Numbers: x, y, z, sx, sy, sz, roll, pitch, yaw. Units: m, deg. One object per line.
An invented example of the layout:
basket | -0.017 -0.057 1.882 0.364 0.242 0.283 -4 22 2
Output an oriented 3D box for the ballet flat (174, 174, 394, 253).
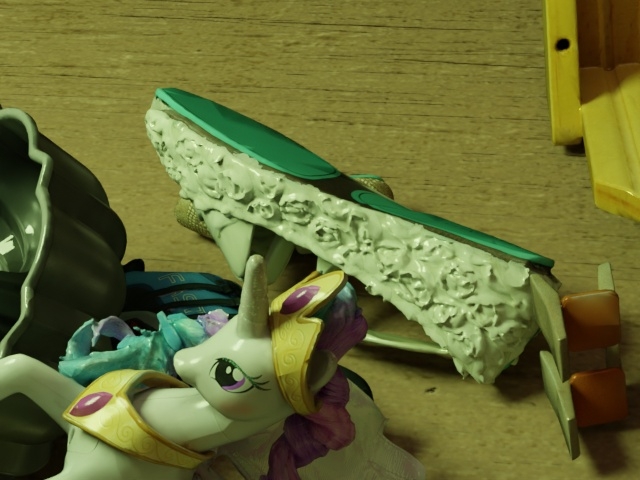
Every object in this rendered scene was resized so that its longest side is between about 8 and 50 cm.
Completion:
ballet flat | -0.035 -0.018 1.337 0.206 0.073 0.067 -7 55 9

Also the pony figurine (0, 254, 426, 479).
pony figurine | -0.083 0.181 0.945 0.363 0.351 0.303 -23 36 15

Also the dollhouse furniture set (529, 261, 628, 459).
dollhouse furniture set | 0.293 0.040 1.052 0.262 0.259 0.135 -10 31 2

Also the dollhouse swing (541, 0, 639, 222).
dollhouse swing | 0.375 -0.205 1.293 0.346 0.315 0.305 -3 13 8

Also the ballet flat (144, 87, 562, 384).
ballet flat | 0.000 0.000 1.220 0.408 0.147 0.147 26 51 22

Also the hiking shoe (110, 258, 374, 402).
hiking shoe | -0.081 0.079 1.194 0.304 0.113 0.132 15 47 26

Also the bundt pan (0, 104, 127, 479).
bundt pan | -0.272 0.060 1.161 0.330 0.124 0.331 -25 53 37
